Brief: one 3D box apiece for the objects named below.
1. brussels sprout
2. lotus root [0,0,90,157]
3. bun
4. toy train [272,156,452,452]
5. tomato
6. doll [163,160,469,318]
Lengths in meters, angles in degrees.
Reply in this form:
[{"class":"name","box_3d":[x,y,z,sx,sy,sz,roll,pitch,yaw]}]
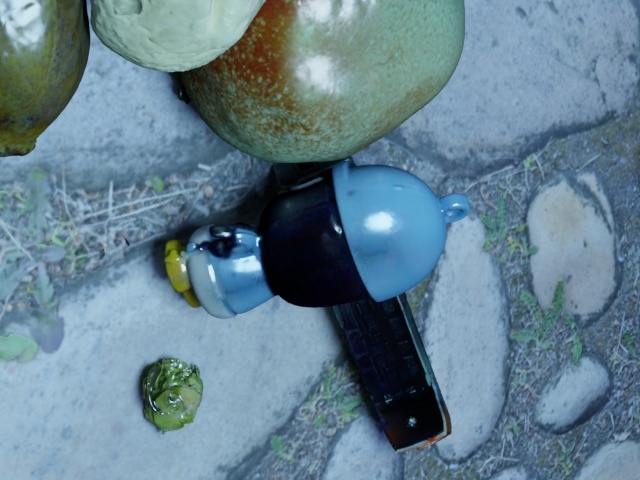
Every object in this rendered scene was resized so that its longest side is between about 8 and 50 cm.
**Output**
[{"class":"brussels sprout","box_3d":[-0.159,0.166,1.333,0.085,0.058,0.085,2,86,-30]},{"class":"lotus root","box_3d":[-0.285,-0.243,0.991,0.251,0.250,0.345,-3,101,-37]},{"class":"bun","box_3d":[-0.099,-0.256,0.998,0.153,0.244,0.243,6,101,-3]},{"class":"toy train","box_3d":[0.056,0.074,1.447,0.086,0.089,0.409,-24,120,-2]},{"class":"tomato","box_3d":[0.001,-0.225,1.221,0.304,0.239,0.303,-13,111,-38]},{"class":"doll","box_3d":[0.000,0.000,1.273,0.177,0.314,0.141,61,19,-61]}]
